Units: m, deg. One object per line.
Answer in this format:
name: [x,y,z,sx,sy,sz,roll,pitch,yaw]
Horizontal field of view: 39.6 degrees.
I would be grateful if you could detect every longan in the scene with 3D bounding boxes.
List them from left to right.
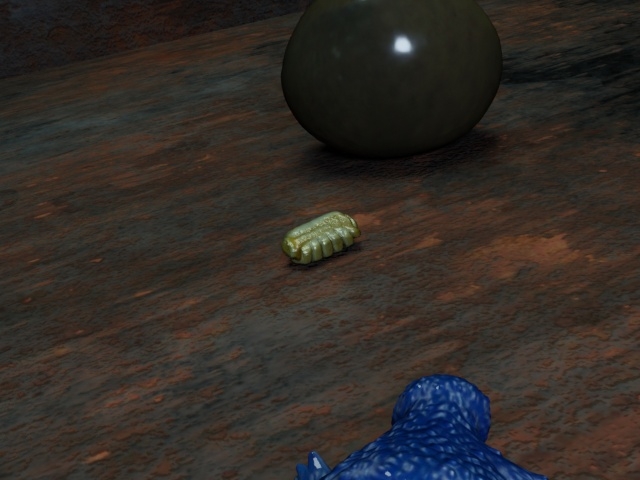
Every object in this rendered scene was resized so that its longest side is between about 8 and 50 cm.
longan: [0.091,-0.225,1.180,0.300,0.300,0.243,7,68,34]

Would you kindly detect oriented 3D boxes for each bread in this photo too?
bread: [0.000,0.000,0.922,0.088,0.034,0.049,-26,42,-28]

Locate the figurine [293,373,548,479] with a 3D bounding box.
figurine: [0.051,0.141,0.449,0.164,0.121,0.262,-11,20,4]
